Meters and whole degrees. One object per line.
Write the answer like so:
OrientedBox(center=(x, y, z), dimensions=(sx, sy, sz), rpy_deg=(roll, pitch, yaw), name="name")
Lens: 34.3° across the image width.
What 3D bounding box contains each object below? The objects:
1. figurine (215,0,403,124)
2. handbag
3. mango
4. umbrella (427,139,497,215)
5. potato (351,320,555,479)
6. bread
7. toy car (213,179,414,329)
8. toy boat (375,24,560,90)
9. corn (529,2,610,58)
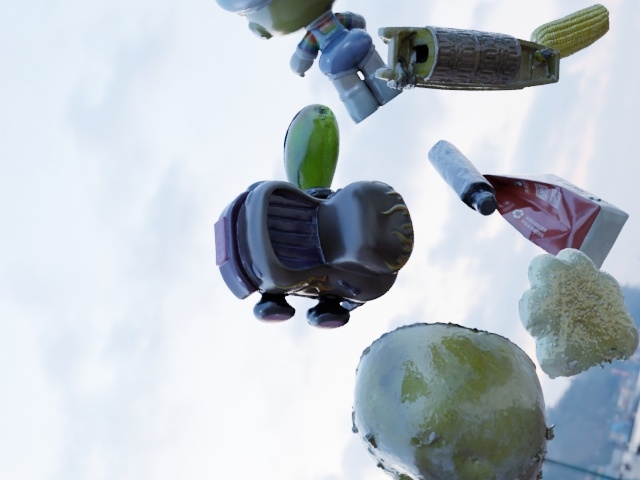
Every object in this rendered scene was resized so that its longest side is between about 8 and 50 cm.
OrientedBox(center=(0.002, -0.376, 1.654), dimensions=(0.224, 0.382, 0.205), rpy_deg=(-51, 6, -2), name="figurine")
OrientedBox(center=(0.482, -0.069, 2.211), dimensions=(0.171, 0.298, 0.151), rpy_deg=(8, -67, -52), name="handbag")
OrientedBox(center=(-0.019, -0.160, 2.071), dimensions=(0.125, 0.111, 0.233), rpy_deg=(-98, 11, -64), name="mango")
OrientedBox(center=(0.288, -0.126, 2.093), dimensions=(0.067, 0.073, 0.337), rpy_deg=(-63, 17, 17), name="umbrella")
OrientedBox(center=(0.276, 0.413, 2.193), dimensions=(0.385, 0.442, 0.319), rpy_deg=(-58, 21, 29), name="potato")
OrientedBox(center=(0.368, 0.097, 1.480), dimensions=(0.250, 0.039, 0.182), rpy_deg=(-7, -104, -44), name="bread")
OrientedBox(center=(0.000, 0.000, 1.851), dimensions=(0.240, 0.340, 0.271), rpy_deg=(-35, 55, 52), name="toy car")
OrientedBox(center=(0.162, -0.190, 1.099), dimensions=(0.088, 0.226, 0.068), rpy_deg=(-174, 84, -64), name="toy boat")
OrientedBox(center=(0.474, -0.393, 1.968), dimensions=(0.165, 0.063, 0.085), rpy_deg=(-27, -61, -12), name="corn")
